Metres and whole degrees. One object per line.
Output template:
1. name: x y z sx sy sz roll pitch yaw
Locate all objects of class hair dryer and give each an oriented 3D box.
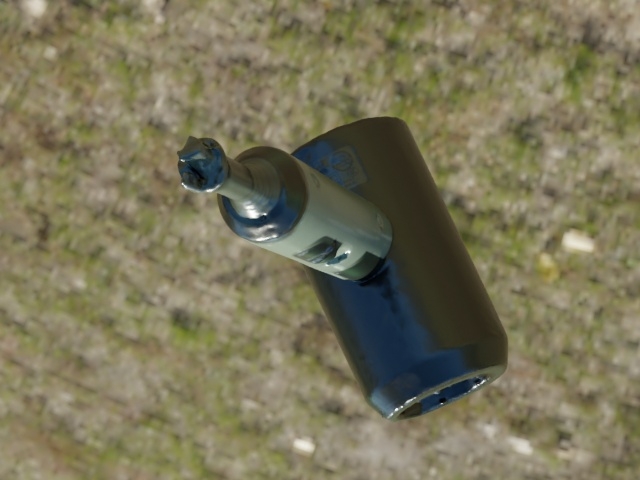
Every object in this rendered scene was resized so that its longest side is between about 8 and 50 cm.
1. hair dryer: 0.000 0.000 0.524 0.057 0.100 0.198 -30 161 15
